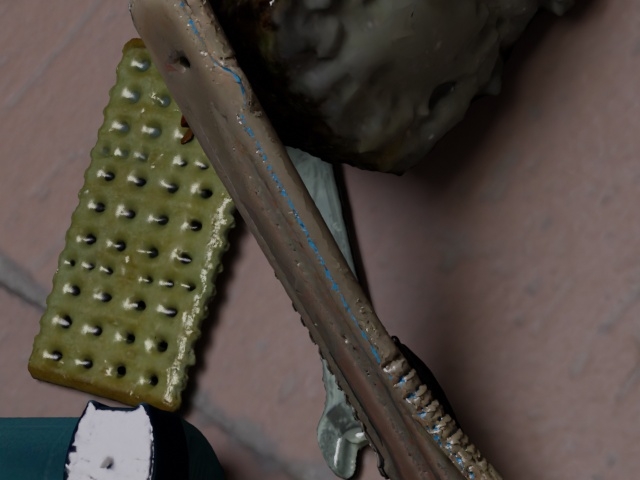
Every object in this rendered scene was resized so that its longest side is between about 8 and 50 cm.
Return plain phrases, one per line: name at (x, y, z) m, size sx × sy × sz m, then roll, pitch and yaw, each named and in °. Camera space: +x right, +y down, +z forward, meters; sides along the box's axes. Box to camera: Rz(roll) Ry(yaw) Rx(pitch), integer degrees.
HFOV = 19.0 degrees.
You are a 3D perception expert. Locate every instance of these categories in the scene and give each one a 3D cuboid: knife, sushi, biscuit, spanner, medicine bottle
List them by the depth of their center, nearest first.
knife at (0.005, 0.013, 0.983) m, size 0.089 × 0.043 × 0.365 m, roll -20°, pitch 103°, yaw 50°
sushi at (0.041, -0.183, 1.066) m, size 0.343 × 0.196 × 0.182 m, roll -53°, pitch 37°, yaw -6°
medicine bottle at (-0.168, 0.142, 1.112) m, size 0.258 × 0.124 × 0.079 m, roll -4°, pitch 73°, yaw 34°
spanner at (0.000, 0.000, 1.121) m, size 0.071 × 0.017 × 0.302 m, roll -25°, pitch 61°, yaw 24°
biscuit at (-0.107, -0.014, 1.188) m, size 0.139 × 0.016 × 0.231 m, roll 11°, pitch 81°, yaw 38°
